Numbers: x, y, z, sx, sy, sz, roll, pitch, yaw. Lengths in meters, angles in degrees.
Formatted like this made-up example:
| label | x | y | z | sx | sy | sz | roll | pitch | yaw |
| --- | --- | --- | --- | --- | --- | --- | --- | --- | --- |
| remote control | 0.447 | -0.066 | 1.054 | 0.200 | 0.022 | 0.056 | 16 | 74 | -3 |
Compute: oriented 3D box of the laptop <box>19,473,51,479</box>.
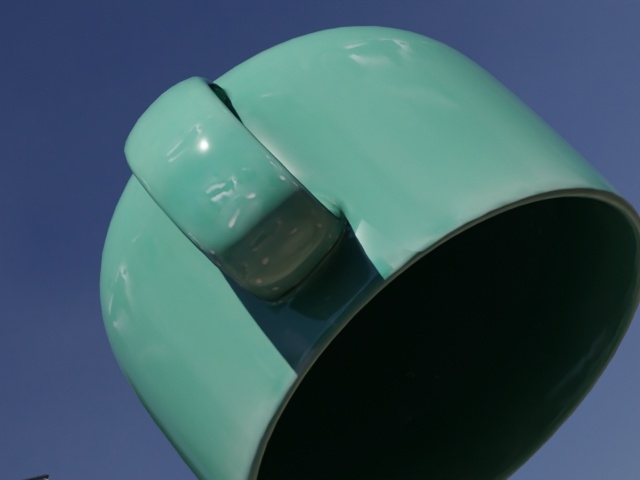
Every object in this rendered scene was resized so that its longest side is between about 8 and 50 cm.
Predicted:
| label | x | y | z | sx | sy | sz | roll | pitch | yaw |
| --- | --- | --- | --- | --- | --- | --- | --- | --- | --- |
| laptop | -0.356 | 0.391 | 1.069 | 0.382 | 0.236 | 0.408 | -18 | 18 | 40 |

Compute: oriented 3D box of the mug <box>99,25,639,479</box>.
| label | x | y | z | sx | sy | sz | roll | pitch | yaw |
| --- | --- | --- | --- | --- | --- | --- | --- | --- | --- |
| mug | 0.007 | -0.001 | 0.426 | 0.129 | 0.097 | 0.158 | -26 | -37 | -23 |
